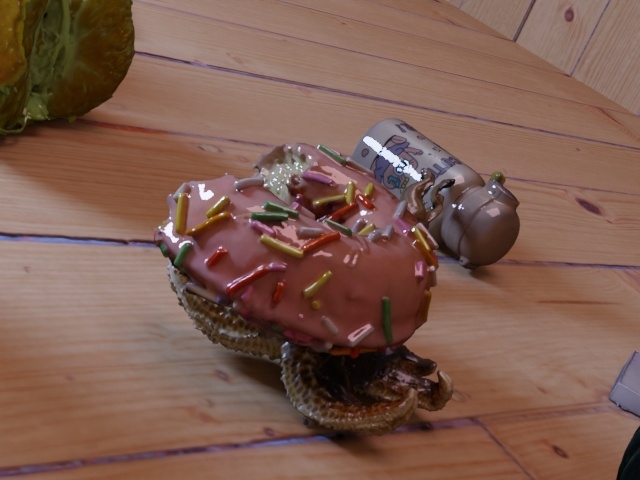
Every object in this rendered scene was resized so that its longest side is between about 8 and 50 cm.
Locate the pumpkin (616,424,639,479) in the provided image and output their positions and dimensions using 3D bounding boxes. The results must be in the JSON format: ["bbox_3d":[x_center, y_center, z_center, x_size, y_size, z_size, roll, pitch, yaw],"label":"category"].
[{"bbox_3d":[0.326,0.182,0.654,0.250,0.216,0.250,-4,26,2],"label":"pumpkin"}]

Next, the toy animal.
[{"bbox_3d":[0.066,-0.024,1.003,0.086,0.069,0.220,23,40,38],"label":"toy animal"}]

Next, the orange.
[{"bbox_3d":[-0.289,-0.202,0.933,0.158,0.179,0.237,30,24,7],"label":"orange"}]

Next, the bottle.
[{"bbox_3d":[0.138,-0.057,1.120,0.209,0.110,0.097,40,13,34],"label":"bottle"}]

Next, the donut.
[{"bbox_3d":[0.000,0.000,0.739,0.199,0.085,0.233,32,23,8],"label":"donut"}]

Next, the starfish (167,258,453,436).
[{"bbox_3d":[-0.013,0.069,0.762,0.238,0.071,0.216,26,15,-22],"label":"starfish"}]

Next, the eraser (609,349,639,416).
[{"bbox_3d":[0.360,0.168,0.951,0.150,0.023,0.104,30,23,17],"label":"eraser"}]
